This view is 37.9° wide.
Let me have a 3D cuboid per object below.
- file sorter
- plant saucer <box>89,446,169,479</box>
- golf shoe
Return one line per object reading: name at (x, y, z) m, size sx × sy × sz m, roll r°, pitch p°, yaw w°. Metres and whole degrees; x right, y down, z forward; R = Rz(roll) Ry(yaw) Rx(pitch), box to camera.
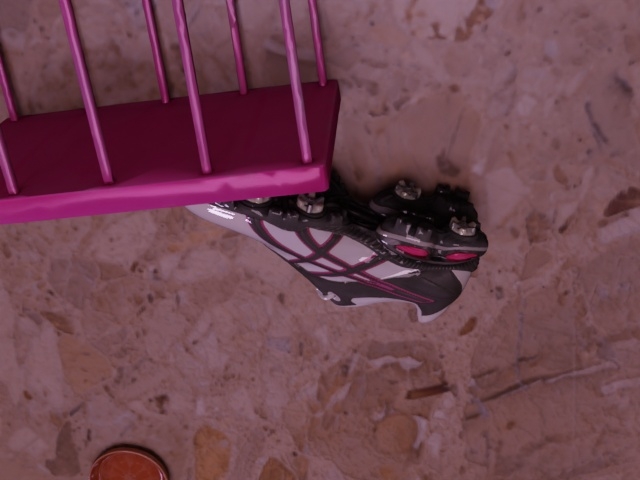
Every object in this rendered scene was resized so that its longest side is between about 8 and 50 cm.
file sorter at (-0.144, -0.141, 0.668) m, size 0.290 × 0.202 × 0.182 m, roll -6°, pitch 114°, yaw 6°
plant saucer at (-0.198, 0.248, 0.968) m, size 0.083 × 0.013 × 0.084 m, roll 2°, pitch 116°, yaw 3°
golf shoe at (0.000, 0.000, 0.786) m, size 0.272 × 0.105 × 0.120 m, roll 15°, pitch 123°, yaw -3°
